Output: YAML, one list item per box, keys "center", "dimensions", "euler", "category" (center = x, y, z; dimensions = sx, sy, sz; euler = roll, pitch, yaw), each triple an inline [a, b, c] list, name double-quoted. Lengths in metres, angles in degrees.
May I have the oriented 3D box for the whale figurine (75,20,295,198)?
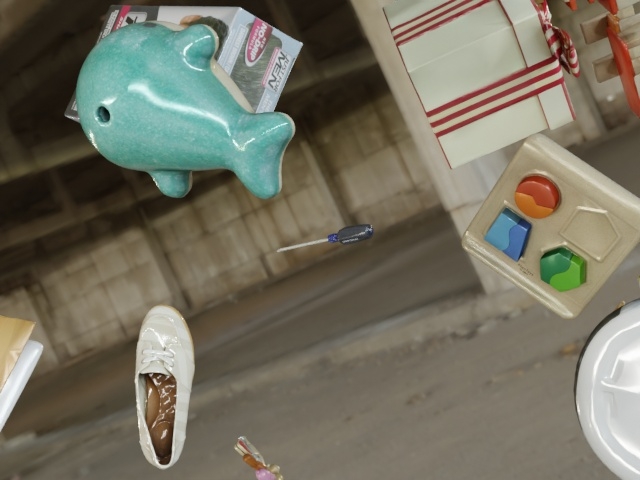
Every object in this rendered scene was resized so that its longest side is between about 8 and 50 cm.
- center: [-0.162, -0.137, 1.244]
  dimensions: [0.141, 0.272, 0.216]
  euler: [-28, -38, -52]
  category: "whale figurine"

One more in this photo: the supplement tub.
- center: [0.398, 0.131, 1.118]
  dimensions: [0.193, 0.194, 0.316]
  euler: [-23, -7, 34]
  category: "supplement tub"

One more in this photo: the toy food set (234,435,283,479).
- center: [-0.094, 0.355, 1.749]
  dimensions: [0.019, 0.122, 0.078]
  euler: [-47, -17, 10]
  category: "toy food set"

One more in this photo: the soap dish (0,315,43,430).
- center: [-0.547, 0.226, 1.632]
  dimensions: [0.290, 0.118, 0.229]
  euler: [-19, 41, 52]
  category: "soap dish"

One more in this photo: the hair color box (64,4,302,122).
- center: [-0.202, -0.220, 1.530]
  dimensions: [0.113, 0.185, 0.374]
  euler: [25, -5, -38]
  category: "hair color box"

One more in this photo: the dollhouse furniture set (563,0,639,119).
- center: [0.460, -0.298, 1.695]
  dimensions: [0.135, 0.259, 0.262]
  euler: [-23, 29, 6]
  category: "dollhouse furniture set"

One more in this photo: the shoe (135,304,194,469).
- center: [-0.206, 0.195, 1.457]
  dimensions: [0.076, 0.219, 0.058]
  euler: [-1, 0, -2]
  category: "shoe"

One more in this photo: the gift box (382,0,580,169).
- center: [0.268, -0.309, 1.798]
  dimensions: [0.258, 0.276, 0.255]
  euler: [-23, 45, 8]
  category: "gift box"

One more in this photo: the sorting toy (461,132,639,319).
- center: [0.372, 0.015, 1.582]
  dimensions: [0.041, 0.307, 0.229]
  euler: [-44, -14, -49]
  category: "sorting toy"

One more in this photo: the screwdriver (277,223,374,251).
- center: [0.000, 0.000, 1.447]
  dimensions: [0.169, 0.024, 0.025]
  euler: [-10, -18, 37]
  category: "screwdriver"
